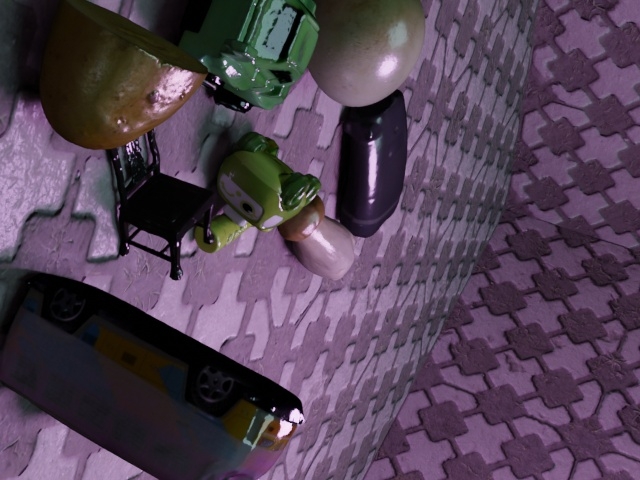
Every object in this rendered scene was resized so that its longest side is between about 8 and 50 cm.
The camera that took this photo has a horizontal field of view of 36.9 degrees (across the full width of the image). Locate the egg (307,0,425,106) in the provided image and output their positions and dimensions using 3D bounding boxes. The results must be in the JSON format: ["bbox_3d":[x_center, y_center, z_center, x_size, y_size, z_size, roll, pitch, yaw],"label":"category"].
[{"bbox_3d":[0.072,-0.358,1.722,0.218,0.218,0.295,-60,173,-27],"label":"egg"}]

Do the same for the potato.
[{"bbox_3d":[-0.247,-0.180,1.121,0.158,0.178,0.203,-58,179,16],"label":"potato"}]

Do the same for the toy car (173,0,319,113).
[{"bbox_3d":[-0.091,-0.303,1.386,0.213,0.176,0.359,-69,161,-2],"label":"toy car"}]

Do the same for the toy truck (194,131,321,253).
[{"bbox_3d":[-0.109,-0.075,1.635,0.210,0.148,0.187,-53,169,24],"label":"toy truck"}]

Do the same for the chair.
[{"bbox_3d":[-0.224,-0.072,1.358,0.229,0.113,0.106,96,21,-43],"label":"chair"}]

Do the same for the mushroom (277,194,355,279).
[{"bbox_3d":[0.000,0.000,2.019,0.128,0.128,0.350,-66,156,-14],"label":"mushroom"}]

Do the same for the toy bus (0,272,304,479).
[{"bbox_3d":[-0.218,0.195,1.215,0.162,0.386,0.171,-65,160,-2],"label":"toy bus"}]

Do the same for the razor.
[{"bbox_3d":[0.124,-0.177,2.187,0.204,0.113,0.349,-49,151,-42],"label":"razor"}]
